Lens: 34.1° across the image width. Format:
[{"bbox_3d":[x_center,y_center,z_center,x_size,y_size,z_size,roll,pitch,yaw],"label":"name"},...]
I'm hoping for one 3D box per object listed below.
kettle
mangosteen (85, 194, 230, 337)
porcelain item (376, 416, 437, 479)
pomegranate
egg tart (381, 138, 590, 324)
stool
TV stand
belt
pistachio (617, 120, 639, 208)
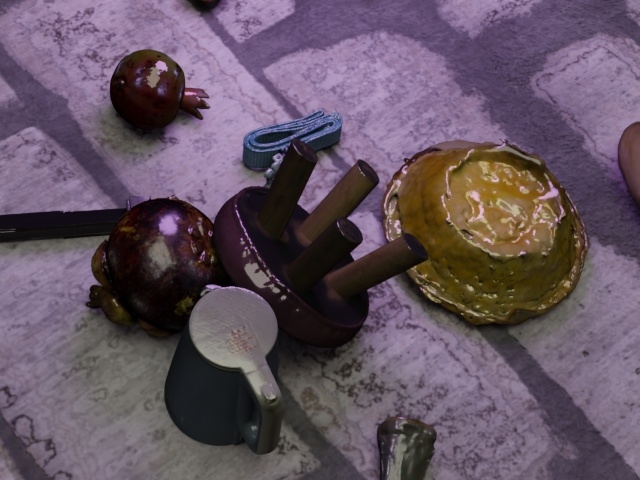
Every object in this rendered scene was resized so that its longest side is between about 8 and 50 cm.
[{"bbox_3d":[-0.116,0.187,1.393,0.159,0.243,0.211,-17,67,-18],"label":"kettle"},{"bbox_3d":[-0.240,0.046,1.497,0.217,0.192,0.192,-27,61,24],"label":"mangosteen"},{"bbox_3d":[0.108,0.357,1.437,0.081,0.069,0.216,20,58,-13],"label":"porcelain item"},{"bbox_3d":[-0.263,-0.230,1.679,0.159,0.129,0.129,42,51,-37],"label":"pomegranate"},{"bbox_3d":[0.267,-0.036,1.648,0.345,0.132,0.346,3,63,-6],"label":"egg tart"},{"bbox_3d":[0.000,0.000,1.486,0.272,0.178,0.272,36,25,-20],"label":"stool"},{"bbox_3d":[-0.384,-0.033,1.582,0.256,0.040,0.049,-4,62,-12],"label":"TV stand"},{"bbox_3d":[-0.035,-0.154,1.698,0.179,0.065,0.100,-24,58,-20],"label":"belt"},{"bbox_3d":[0.560,-0.121,1.756,0.124,0.124,0.185,5,67,-7],"label":"pistachio"}]
